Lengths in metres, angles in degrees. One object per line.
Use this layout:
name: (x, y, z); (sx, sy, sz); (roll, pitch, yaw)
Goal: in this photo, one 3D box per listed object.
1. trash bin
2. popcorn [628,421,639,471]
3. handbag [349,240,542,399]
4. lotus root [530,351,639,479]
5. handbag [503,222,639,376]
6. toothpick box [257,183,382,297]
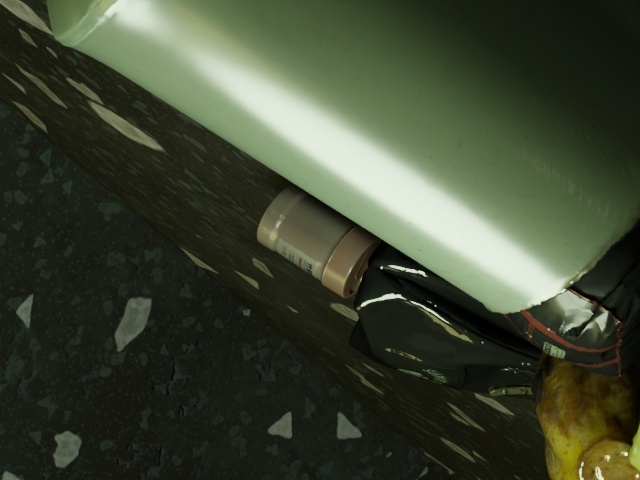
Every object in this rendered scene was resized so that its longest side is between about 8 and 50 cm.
trash bin: (0.024, -0.164, 1.273); (0.432, 0.280, 0.280); (35, 170, -16)
popcorn: (0.440, 0.205, 1.714); (0.321, 0.290, 0.325); (-3, 129, 7)
handbag: (0.184, 0.126, 2.476); (0.288, 0.152, 0.342); (22, 169, 5)
lotus root: (0.310, 0.169, 1.965); (0.193, 0.193, 0.291); (37, -148, -9)
handbag: (0.239, 0.028, 1.763); (0.169, 0.155, 0.215); (37, 170, 16)
toothpick box: (0.000, 0.000, 2.579); (0.149, 0.098, 0.098); (33, 170, 18)
